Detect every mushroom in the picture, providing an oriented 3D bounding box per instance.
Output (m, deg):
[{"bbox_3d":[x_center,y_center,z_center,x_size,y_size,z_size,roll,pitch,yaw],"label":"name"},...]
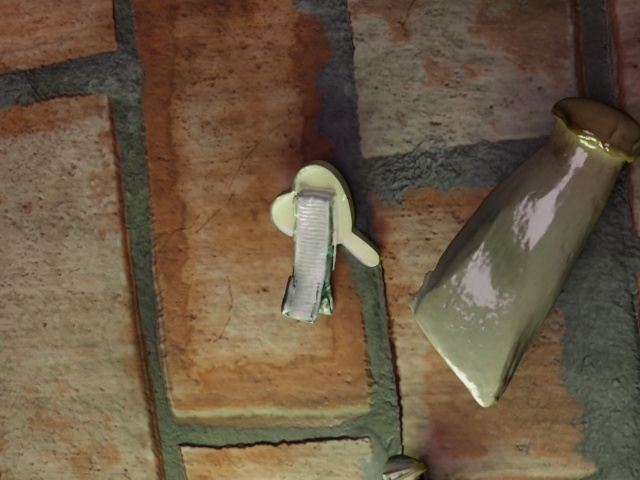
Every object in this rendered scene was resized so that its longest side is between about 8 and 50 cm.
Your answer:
[{"bbox_3d":[0.253,0.003,1.710,0.154,0.137,0.407,35,104,27],"label":"mushroom"}]

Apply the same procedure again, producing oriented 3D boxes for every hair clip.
[{"bbox_3d":[0.003,0.000,1.841,0.159,0.071,0.218,7,104,15],"label":"hair clip"}]

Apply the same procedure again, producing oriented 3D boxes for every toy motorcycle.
[{"bbox_3d":[0.095,0.374,1.838,0.229,0.094,0.130,-43,75,32],"label":"toy motorcycle"}]
